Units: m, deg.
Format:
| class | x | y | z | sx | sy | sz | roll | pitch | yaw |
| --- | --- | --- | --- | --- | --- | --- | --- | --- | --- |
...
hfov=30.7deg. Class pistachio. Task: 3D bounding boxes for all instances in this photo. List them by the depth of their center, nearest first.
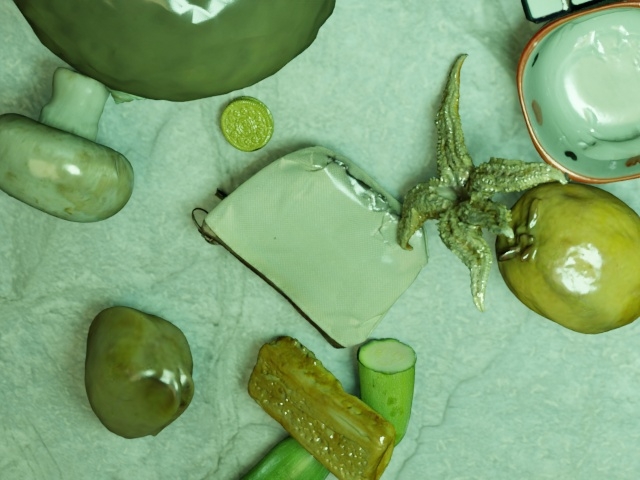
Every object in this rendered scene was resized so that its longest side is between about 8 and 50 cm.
| class | x | y | z | sx | sy | sz | roll | pitch | yaw |
| --- | --- | --- | --- | --- | --- | --- | --- | --- | --- |
| pistachio | -0.316 | 0.224 | 1.933 | 0.212 | 0.163 | 0.260 | 54 | 133 | 12 |

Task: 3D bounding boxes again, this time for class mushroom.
| class | x | y | z | sx | sy | sz | roll | pitch | yaw |
| --- | --- | --- | --- | --- | --- | --- | --- | --- | --- |
| mushroom | -0.381 | -0.148 | 1.753 | 0.244 | 0.243 | 0.243 | 7 | 116 | 15 |

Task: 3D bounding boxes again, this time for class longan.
| class | x | y | z | sx | sy | sz | roll | pitch | yaw |
| --- | --- | --- | --- | --- | --- | --- | --- | --- | --- |
| longan | -0.172 | -0.372 | 1.442 | 0.404 | 0.436 | 0.404 | 24 | 124 | 40 |

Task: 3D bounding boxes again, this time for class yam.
| class | x | y | z | sx | sy | sz | roll | pitch | yaw |
| --- | --- | --- | --- | --- | --- | --- | --- | --- | --- |
| yam | -0.119 | -0.049 | 1.817 | 0.107 | 0.014 | 0.014 | 32 | 119 | 1 |

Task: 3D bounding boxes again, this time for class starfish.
| class | x | y | z | sx | sy | sz | roll | pitch | yaw |
| --- | --- | --- | --- | --- | --- | --- | --- | --- | --- |
| starfish | 0.216 | -0.066 | 1.556 | 0.084 | 0.293 | 0.301 | 13 | 109 | -26 |

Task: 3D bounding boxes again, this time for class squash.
| class | x | y | z | sx | sy | sz | roll | pitch | yaw |
| --- | --- | --- | --- | --- | --- | --- | --- | --- | --- |
| squash | 0.105 | 0.257 | 1.849 | 0.095 | 0.095 | 0.188 | 7 | 121 | 14 |
| squash | -0.092 | 0.433 | 1.981 | 0.107 | 0.107 | 0.395 | 43 | 118 | -5 |

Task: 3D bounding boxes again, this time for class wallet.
| class | x | y | z | sx | sy | sz | roll | pitch | yaw |
| --- | --- | --- | --- | --- | --- | --- | --- | --- | --- |
| wallet | -0.002 | 0.002 | 1.771 | 0.335 | 0.068 | 0.275 | 42 | 120 | -13 |

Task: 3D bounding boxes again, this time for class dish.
| class | x | y | z | sx | sy | sz | roll | pitch | yaw |
| --- | --- | --- | --- | --- | --- | --- | --- | --- | --- |
| dish | 0.387 | -0.206 | 1.525 | 0.256 | 0.117 | 0.256 | 7 | 117 | 15 |

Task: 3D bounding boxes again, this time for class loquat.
| class | x | y | z | sx | sy | sz | roll | pitch | yaw |
| --- | --- | --- | --- | --- | --- | --- | --- | --- | --- |
| loquat | 0.351 | 0.022 | 1.588 | 0.238 | 0.238 | 0.193 | 30 | 98 | 2 |

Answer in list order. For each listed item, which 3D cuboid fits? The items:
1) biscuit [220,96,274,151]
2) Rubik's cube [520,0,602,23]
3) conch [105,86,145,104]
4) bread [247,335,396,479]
| class | x | y | z | sx | sy | sz | roll | pitch | yaw |
| --- | --- | --- | --- | --- | --- | --- | --- | --- | --- |
| biscuit | -0.110 | -0.174 | 1.750 | 0.084 | 0.023 | 0.084 | 7 | 116 | 14 |
| Rubik's cube | 0.317 | -0.381 | 1.441 | 0.163 | 0.160 | 0.162 | -17 | 108 | 23 |
| conch | -0.245 | -0.281 | 1.683 | 0.172 | 0.131 | 0.200 | 29 | 120 | 4 |
| bread | 0.003 | 0.264 | 1.836 | 0.271 | 0.077 | 0.139 | 37 | 123 | 28 |
